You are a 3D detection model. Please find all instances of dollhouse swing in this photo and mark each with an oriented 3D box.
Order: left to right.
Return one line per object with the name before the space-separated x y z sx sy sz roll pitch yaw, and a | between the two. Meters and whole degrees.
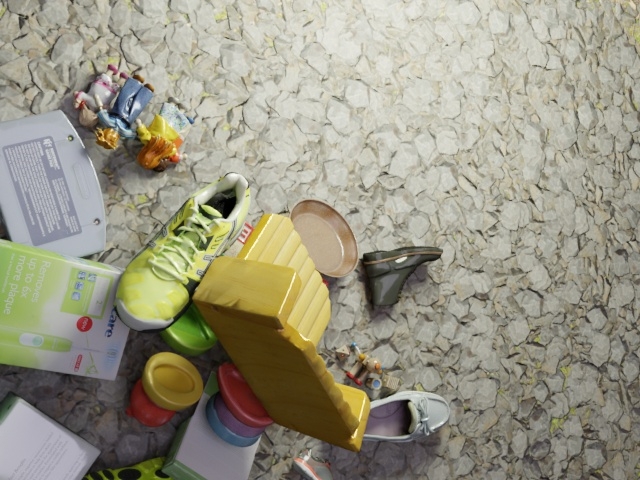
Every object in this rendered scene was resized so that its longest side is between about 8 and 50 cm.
dollhouse swing | -0.014 0.143 1.502 0.305 0.315 0.347 -48 126 -31

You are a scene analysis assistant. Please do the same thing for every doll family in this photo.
doll family | -0.372 -0.239 1.616 0.263 0.118 0.163 33 73 -20

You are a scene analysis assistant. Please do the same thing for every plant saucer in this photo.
plant saucer | 0.000 0.000 1.792 0.199 0.036 0.198 25 47 -30

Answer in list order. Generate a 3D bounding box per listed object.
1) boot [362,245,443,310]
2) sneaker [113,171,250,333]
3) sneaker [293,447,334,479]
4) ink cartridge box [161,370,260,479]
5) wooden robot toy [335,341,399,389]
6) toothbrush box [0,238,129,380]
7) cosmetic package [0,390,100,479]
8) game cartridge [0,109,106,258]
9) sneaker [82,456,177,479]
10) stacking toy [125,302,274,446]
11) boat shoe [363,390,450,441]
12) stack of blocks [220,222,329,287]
boot | 0.200 0.086 1.905 0.198 0.077 0.137 -7 93 -13
sneaker | -0.256 0.007 1.486 0.145 0.147 0.384 28 49 1
sneaker | 0.011 0.522 1.779 0.158 0.061 0.065 48 62 -16
ink cartridge box | -0.212 0.415 1.665 0.171 0.056 0.235 39 39 -19
wooden robot toy | 0.115 0.300 1.835 0.173 0.079 0.076 41 70 -17
toothbrush box | -0.503 0.128 1.486 0.283 0.122 0.206 17 88 -34
cosmetic package | -0.535 0.393 1.469 0.184 0.151 0.151 41 70 -18
game cartridge | -0.535 -0.098 1.564 0.196 0.060 0.294 -18 94 -23
sneaker | -0.366 0.504 1.580 0.295 0.123 0.109 9 43 -39
stacking toy | -0.241 0.281 1.635 0.309 0.130 0.279 23 33 -27
boat shoe | 0.170 0.411 1.840 0.320 0.103 0.118 4 84 -26
stack of blocks | -0.149 0.083 1.718 0.297 0.087 0.171 36 72 -19
